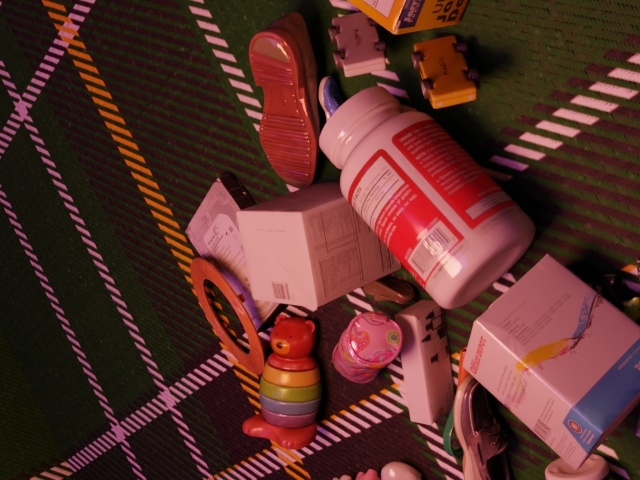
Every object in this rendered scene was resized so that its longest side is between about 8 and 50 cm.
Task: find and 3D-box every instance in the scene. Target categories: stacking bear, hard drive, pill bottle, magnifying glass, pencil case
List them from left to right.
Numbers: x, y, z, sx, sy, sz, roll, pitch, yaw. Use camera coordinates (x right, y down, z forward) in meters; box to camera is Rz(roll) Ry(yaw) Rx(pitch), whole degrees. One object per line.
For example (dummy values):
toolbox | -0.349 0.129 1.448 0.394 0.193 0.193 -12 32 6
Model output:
hard drive | -0.191 0.035 2.272 0.339 0.064 0.237 55 136 16
stacking bear | -0.073 0.325 2.198 0.175 0.164 0.289 12 103 33
pencil case | 0.095 0.227 1.934 0.124 0.124 0.284 59 169 11
pill bottle | 0.186 -0.090 1.713 0.408 0.229 0.229 50 134 20
magnifying glass | 0.294 0.338 1.889 0.026 0.092 0.231 11 103 46
pill bottle | 0.500 0.517 1.712 0.119 0.119 0.209 -9 99 47

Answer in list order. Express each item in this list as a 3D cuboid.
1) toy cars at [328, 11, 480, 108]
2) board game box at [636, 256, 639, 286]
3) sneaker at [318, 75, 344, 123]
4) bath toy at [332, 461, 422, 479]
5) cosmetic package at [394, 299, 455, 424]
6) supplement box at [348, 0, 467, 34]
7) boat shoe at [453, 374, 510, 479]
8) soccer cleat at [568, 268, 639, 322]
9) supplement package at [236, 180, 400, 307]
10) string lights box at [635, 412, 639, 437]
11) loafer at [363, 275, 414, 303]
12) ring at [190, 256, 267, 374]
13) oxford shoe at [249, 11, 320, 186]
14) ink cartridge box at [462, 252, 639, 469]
toy cars | 0.151 -0.325 1.715 0.393 0.176 0.087 27 146 36
board game box | 0.598 0.117 1.522 0.126 0.026 0.186 1 107 46
sneaker | 0.048 -0.269 1.910 0.084 0.058 0.152 3 105 42
bath toy | 0.113 0.624 2.147 0.151 0.129 0.348 36 140 -15
cosmetic package | 0.221 0.253 1.909 0.060 0.098 0.239 3 108 45
supplement box | 0.102 -0.550 1.643 0.356 0.195 0.194 43 132 27
boat shoe | 0.337 0.406 1.856 0.092 0.102 0.285 6 113 39
soccer cleat | 0.483 0.081 1.598 0.179 0.060 0.072 35 123 38
supplement package | 0.000 0.000 1.912 0.199 0.262 0.198 3 108 45
string lights box | 0.639 0.250 1.469 0.133 0.077 0.260 31 130 7
loafer | 0.145 0.108 1.966 0.148 0.056 0.050 27 125 48
ring | -0.229 0.187 2.318 0.336 0.032 0.337 45 154 30
oxford shoe | -0.046 -0.293 1.960 0.140 0.146 0.397 16 135 21
ink cartridge box | 0.413 0.206 1.569 0.270 0.197 0.198 42 159 23
